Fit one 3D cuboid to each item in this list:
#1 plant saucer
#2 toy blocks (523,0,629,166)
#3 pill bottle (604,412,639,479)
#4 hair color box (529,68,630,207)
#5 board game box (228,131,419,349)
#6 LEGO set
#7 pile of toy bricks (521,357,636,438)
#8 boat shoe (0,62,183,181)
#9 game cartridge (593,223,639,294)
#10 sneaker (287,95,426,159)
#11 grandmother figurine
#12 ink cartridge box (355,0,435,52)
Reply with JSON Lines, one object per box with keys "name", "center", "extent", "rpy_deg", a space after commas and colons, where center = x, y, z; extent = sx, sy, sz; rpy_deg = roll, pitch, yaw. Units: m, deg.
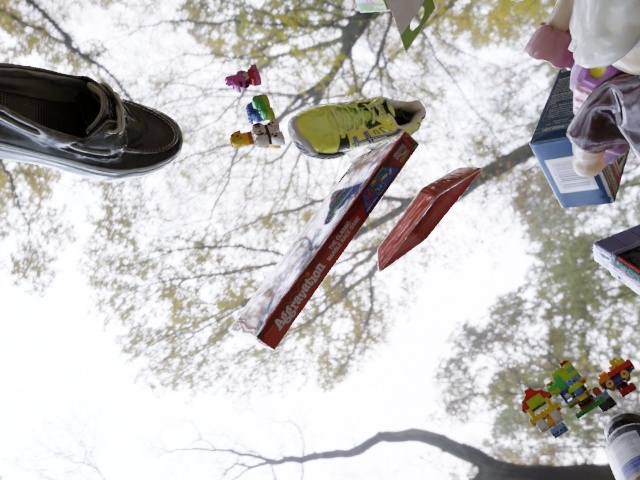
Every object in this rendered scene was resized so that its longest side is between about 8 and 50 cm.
{"name": "plant saucer", "center": [0.247, -0.063, 1.450], "extent": [0.047, 0.259, 0.259], "rpy_deg": [43, -142, 14]}
{"name": "toy blocks", "center": [0.343, -0.197, 0.697], "extent": [0.308, 0.260, 0.288], "rpy_deg": [-4, -144, -40]}
{"name": "pill bottle", "center": [0.641, 0.444, 1.215], "extent": [0.123, 0.122, 0.219], "rpy_deg": [47, -160, -7]}
{"name": "hair color box", "center": [0.529, -0.247, 1.188], "extent": [0.174, 0.105, 0.347], "rpy_deg": [50, -126, -31]}
{"name": "board game box", "center": [0.000, 0.000, 0.714], "extent": [0.027, 0.145, 0.281], "rpy_deg": [39, -107, -11]}
{"name": "LEGO set", "center": [-0.140, -0.235, 1.201], "extent": [0.093, 0.087, 0.227], "rpy_deg": [-15, -127, -8]}
{"name": "pile of toy bricks", "center": [0.486, 0.278, 1.173], "extent": [0.118, 0.212, 0.105], "rpy_deg": [43, -166, -46]}
{"name": "boat shoe", "center": [-0.310, -0.152, 0.807], "extent": [0.335, 0.119, 0.121], "rpy_deg": [-4, -103, -48]}
{"name": "game cartridge", "center": [0.656, 0.056, 1.012], "extent": [0.230, 0.355, 0.068], "rpy_deg": [-17, -61, -9]}
{"name": "sneaker", "center": [0.090, -0.293, 1.479], "extent": [0.384, 0.147, 0.145], "rpy_deg": [-14, -106, -36]}
{"name": "grandmother figurine", "center": [0.287, -0.076, 0.474], "extent": [0.342, 0.207, 0.104], "rpy_deg": [49, -121, -28]}
{"name": "ink cartridge box", "center": [0.178, -0.631, 1.537], "extent": [0.189, 0.096, 0.255], "rpy_deg": [-58, -41, -22]}
